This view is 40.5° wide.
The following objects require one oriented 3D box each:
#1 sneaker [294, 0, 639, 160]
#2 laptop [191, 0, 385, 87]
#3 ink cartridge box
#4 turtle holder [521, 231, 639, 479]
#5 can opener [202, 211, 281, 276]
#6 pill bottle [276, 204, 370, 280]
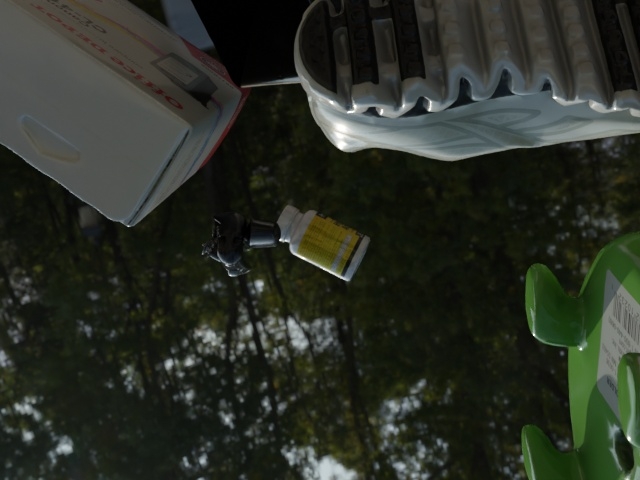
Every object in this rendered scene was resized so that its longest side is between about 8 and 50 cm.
[{"bbox_3d":[0.131,-0.107,0.576,0.292,0.110,0.118,1,154,3],"label":"sneaker"},{"bbox_3d":[0.005,-0.368,0.791,0.236,0.382,0.408,-34,-159,-21],"label":"laptop"},{"bbox_3d":[-0.222,-0.162,0.951,0.131,0.226,0.306,-54,-175,16],"label":"ink cartridge box"},{"bbox_3d":[0.263,0.147,0.514,0.227,0.320,0.243,-7,175,-3],"label":"turtle holder"},{"bbox_3d":[-0.084,0.012,0.902,0.073,0.059,0.186,15,169,-3],"label":"can opener"},{"bbox_3d":[0.000,0.000,1.113,0.116,0.065,0.065,26,-155,5],"label":"pill bottle"}]
